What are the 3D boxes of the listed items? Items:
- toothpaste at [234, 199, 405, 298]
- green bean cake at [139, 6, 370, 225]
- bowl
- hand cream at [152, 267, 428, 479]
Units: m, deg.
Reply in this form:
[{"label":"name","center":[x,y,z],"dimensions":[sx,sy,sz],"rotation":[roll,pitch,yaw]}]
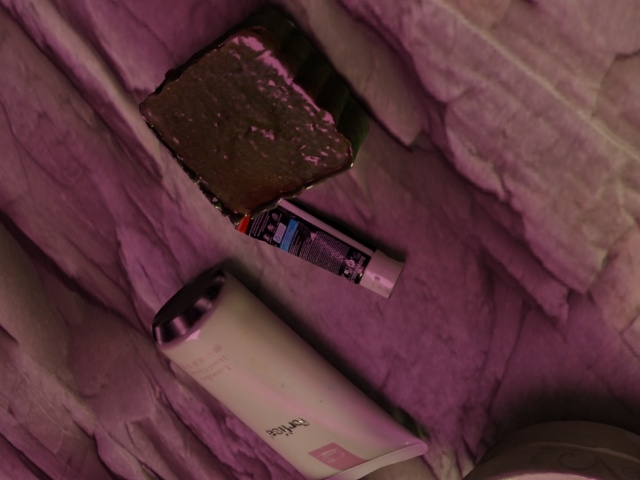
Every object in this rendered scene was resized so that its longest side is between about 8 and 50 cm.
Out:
[{"label":"toothpaste","center":[0.000,0.000,1.149],"dimensions":[0.193,0.045,0.071],"rotation":[26,121,7]},{"label":"green bean cake","center":[-0.062,-0.126,1.042],"dimensions":[0.181,0.094,0.173],"rotation":[-29,111,33]},{"label":"bowl","center":[0.305,0.324,1.195],"dimensions":[0.307,0.163,0.307],"rotation":[12,130,15]},{"label":"hand cream","center":[-0.047,0.184,1.259],"dimensions":[0.185,0.118,0.359],"rotation":[-31,117,30]}]
